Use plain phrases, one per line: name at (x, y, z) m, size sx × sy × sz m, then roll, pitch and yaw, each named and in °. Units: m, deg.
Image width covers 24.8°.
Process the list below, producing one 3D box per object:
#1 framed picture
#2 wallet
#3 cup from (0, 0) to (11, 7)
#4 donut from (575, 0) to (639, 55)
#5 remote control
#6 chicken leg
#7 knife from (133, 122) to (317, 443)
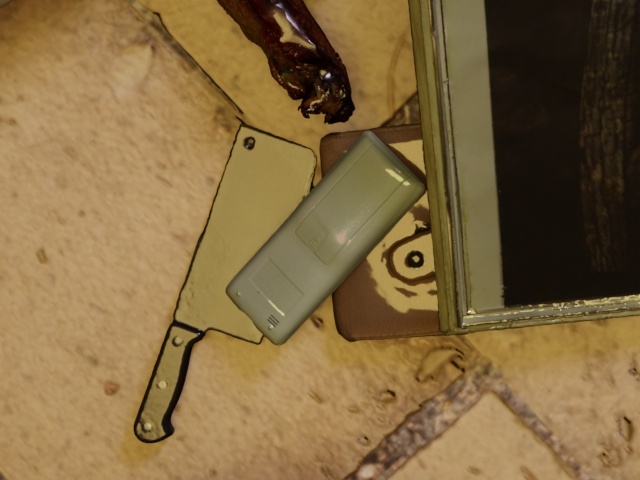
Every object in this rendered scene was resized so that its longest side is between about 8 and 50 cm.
framed picture at (0.178, -0.063, 0.920) m, size 0.231 × 0.018 × 0.293 m, roll -6°, pitch 124°, yaw 4°
wallet at (0.060, -0.005, 1.025) m, size 0.118 × 0.039 × 0.152 m, roll -6°, pitch 94°, yaw 11°
cup at (-0.271, -0.238, 0.954) m, size 0.274 × 0.253 × 0.253 m, roll -24°, pitch 92°, yaw 3°
donut at (0.225, -0.283, 0.897) m, size 0.330 × 0.160 × 0.330 m, roll -3°, pitch 115°, yaw -7°
remote control at (0.000, 0.000, 1.010) m, size 0.061 × 0.029 × 0.162 m, roll 46°, pitch 108°, yaw 13°
chicken leg at (-0.056, -0.184, 0.985) m, size 0.051 × 0.106 × 0.253 m, roll -36°, pitch 105°, yaw 3°
knife at (-0.068, 0.041, 1.057) m, size 0.072 × 0.019 × 0.245 m, roll 21°, pitch 96°, yaw 4°
